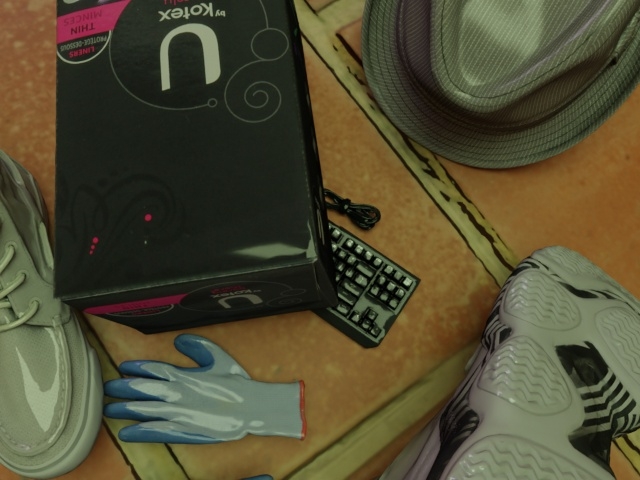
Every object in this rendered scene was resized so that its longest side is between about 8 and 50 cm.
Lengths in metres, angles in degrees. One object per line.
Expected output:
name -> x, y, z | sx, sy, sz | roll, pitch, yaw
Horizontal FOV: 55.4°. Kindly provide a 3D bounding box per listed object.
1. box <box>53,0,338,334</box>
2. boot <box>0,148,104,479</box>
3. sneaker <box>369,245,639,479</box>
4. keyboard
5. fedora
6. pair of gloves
box -> -0.088, -0.081, 0.455 | 0.166, 0.143, 0.270 | -10, 72, 4
boot -> -0.229, 0.032, 0.415 | 0.095, 0.123, 0.258 | -23, 68, -9
sneaker -> 0.119, 0.149, 0.437 | 0.137, 0.210, 0.366 | 41, 39, 6
keyboard -> 0.000, 0.000, 0.522 | 0.180, 0.023, 0.108 | 34, 73, 4
fedora -> 0.152, -0.183, 0.469 | 0.244, 0.124, 0.275 | 37, 109, 2
pair of gloves -> -0.088, 0.157, 0.433 | 0.160, 0.023, 0.198 | 5, 54, -3
